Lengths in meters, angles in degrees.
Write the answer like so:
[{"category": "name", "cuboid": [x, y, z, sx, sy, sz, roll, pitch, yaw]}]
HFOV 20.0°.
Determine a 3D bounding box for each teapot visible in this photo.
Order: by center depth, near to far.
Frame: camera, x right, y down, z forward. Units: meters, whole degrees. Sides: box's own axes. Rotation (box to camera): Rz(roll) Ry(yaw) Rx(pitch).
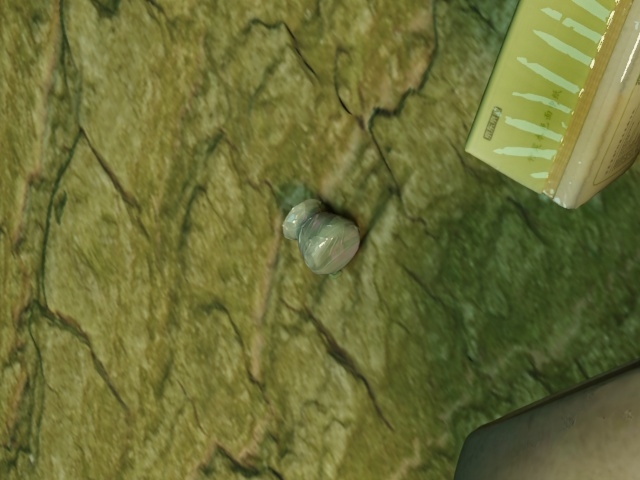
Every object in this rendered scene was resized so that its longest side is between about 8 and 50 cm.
[{"category": "teapot", "cuboid": [0.000, 0.000, 1.807, 0.064, 0.064, 0.083, 43, 157, 33]}]

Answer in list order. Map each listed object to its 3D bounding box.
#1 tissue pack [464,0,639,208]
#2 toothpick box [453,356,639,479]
[{"category": "tissue pack", "cuboid": [0.228, -0.167, 1.483, 0.125, 0.159, 0.234, 29, 121, 17]}, {"category": "toothpick box", "cuboid": [0.322, 0.289, 1.381, 0.409, 0.409, 0.425, -28, 81, 42]}]
